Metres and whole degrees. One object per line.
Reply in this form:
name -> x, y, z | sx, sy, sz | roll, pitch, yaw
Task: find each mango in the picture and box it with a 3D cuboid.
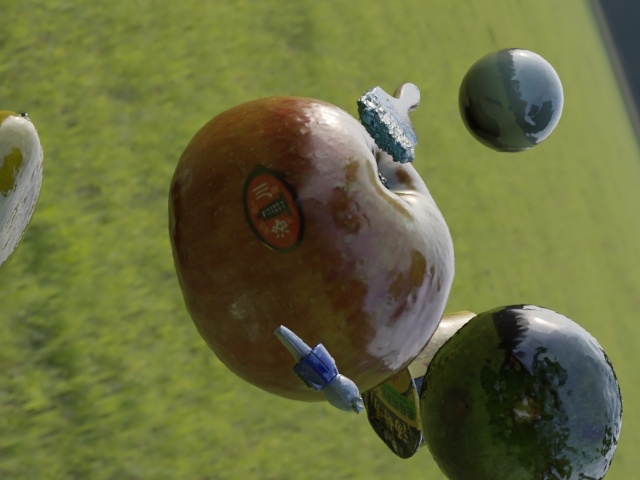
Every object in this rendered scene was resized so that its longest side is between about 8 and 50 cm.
mango -> -0.362, -0.030, 1.768 | 0.091, 0.237, 0.137 | 33, 35, 16

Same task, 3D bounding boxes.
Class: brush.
brush -> 0.069, -0.114, 1.439 | 0.070, 0.021, 0.196 | 51, 20, -6

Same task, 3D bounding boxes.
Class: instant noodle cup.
instant noodle cup -> 0.118, 0.145, 1.773 | 0.151, 0.122, 0.151 | 44, -37, 48

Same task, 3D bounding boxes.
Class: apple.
apple -> 0.000, 0.000, 1.614 | 0.277, 0.250, 0.309 | -22, 92, -56

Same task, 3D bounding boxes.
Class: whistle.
whistle -> -0.002, 0.092, 1.163 | 0.083, 0.029, 0.033 | 46, -24, -1

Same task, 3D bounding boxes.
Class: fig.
fig -> 0.121, 0.103, 1.006 | 0.156, 0.123, 0.123 | 66, 7, -80

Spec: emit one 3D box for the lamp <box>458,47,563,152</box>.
lamp -> 0.185, -0.136, 1.602 | 0.105, 0.105, 0.105 | -19, 90, -78
